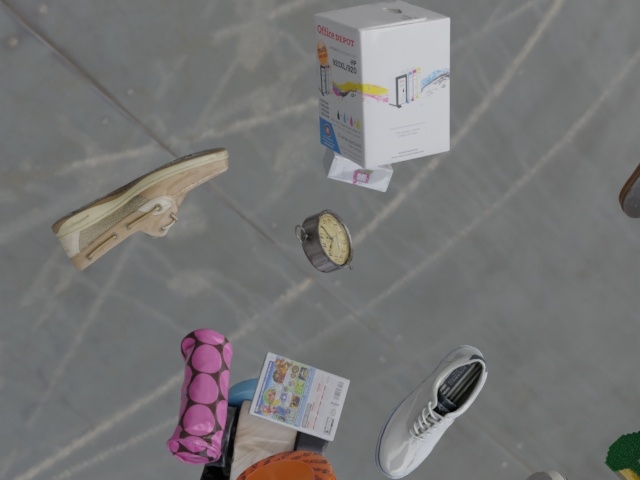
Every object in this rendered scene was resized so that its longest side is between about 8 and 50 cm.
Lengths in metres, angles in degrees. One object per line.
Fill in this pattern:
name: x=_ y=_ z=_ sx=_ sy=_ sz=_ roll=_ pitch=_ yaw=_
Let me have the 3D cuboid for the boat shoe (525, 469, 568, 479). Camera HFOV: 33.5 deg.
boat shoe: x=0.517 y=0.592 z=2.300 sx=0.158 sy=0.127 sz=0.340 roll=-6 pitch=143 yaw=-14

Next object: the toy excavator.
toy excavator: x=-0.094 y=0.391 z=2.048 sx=0.445 sy=0.223 sz=0.432 roll=-77 pitch=175 yaw=-60

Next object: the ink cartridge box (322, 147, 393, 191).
ink cartridge box: x=0.072 y=-0.146 z=2.065 sx=0.123 sy=0.088 sz=0.052 roll=15 pitch=115 yaw=-14

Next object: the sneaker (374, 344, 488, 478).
sneaker: x=0.177 y=0.278 z=1.734 sx=0.258 sy=0.094 sz=0.091 roll=-55 pitch=-179 yaw=-2

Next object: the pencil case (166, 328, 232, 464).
pencil case: x=-0.191 y=0.248 z=1.671 sx=0.098 sy=0.209 sz=0.095 roll=-21 pitch=134 yaw=28

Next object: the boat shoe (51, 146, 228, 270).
boat shoe: x=-0.305 y=-0.060 z=1.899 sx=0.341 sy=0.110 sz=0.121 roll=-26 pitch=-171 yaw=5

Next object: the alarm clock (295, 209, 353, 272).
alarm clock: x=0.000 y=0.000 z=2.235 sx=0.064 sy=0.129 sz=0.192 roll=-19 pitch=159 yaw=28

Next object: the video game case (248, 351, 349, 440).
video game case: x=-0.028 y=0.210 z=1.432 sx=0.011 sy=0.122 sz=0.087 roll=146 pitch=-37 yaw=-69

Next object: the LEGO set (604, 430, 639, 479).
LEGO set: x=0.529 y=0.268 z=1.264 sx=0.331 sy=0.192 sz=0.255 roll=-45 pitch=-163 yaw=-6

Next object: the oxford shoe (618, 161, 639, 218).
oxford shoe: x=0.449 y=-0.116 z=1.369 sx=0.212 sy=0.076 sz=0.076 roll=-48 pitch=124 yaw=-6

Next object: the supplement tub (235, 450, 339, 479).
supplement tub: x=-0.017 y=0.511 z=1.651 sx=0.207 sy=0.207 sz=0.337 roll=-31 pitch=116 yaw=-35

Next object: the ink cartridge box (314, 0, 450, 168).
ink cartridge box: x=0.102 y=-0.265 z=1.772 sx=0.168 sy=0.171 sz=0.232 roll=-14 pitch=116 yaw=-23
